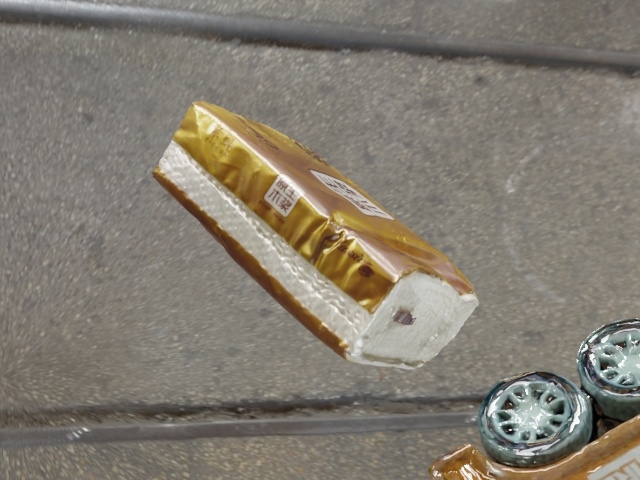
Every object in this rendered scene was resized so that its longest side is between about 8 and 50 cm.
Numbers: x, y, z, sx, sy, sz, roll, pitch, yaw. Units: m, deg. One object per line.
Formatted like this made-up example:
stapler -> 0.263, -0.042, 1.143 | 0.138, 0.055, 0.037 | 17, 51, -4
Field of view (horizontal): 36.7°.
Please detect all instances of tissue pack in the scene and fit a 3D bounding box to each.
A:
tissue pack -> 0.000, 0.000, 0.755 | 0.226, 0.183, 0.092 | 39, 103, 26

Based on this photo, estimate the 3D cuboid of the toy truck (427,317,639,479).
toy truck -> 0.223, 0.109, 0.459 | 0.305, 0.162, 0.136 | -28, 127, -5
